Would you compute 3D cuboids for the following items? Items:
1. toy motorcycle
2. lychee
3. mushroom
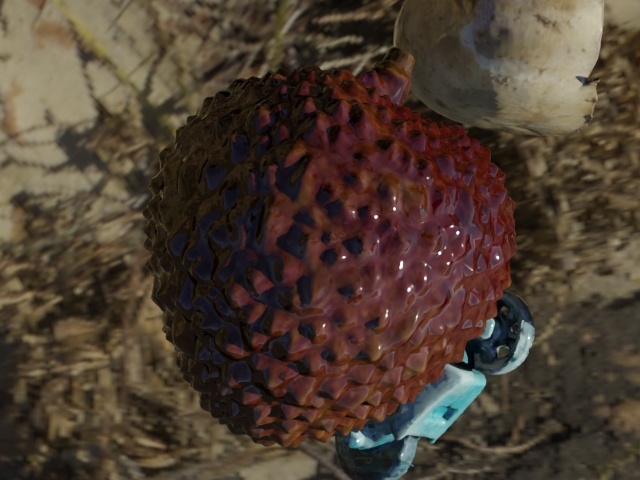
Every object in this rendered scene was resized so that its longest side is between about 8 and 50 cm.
[{"bbox_3d":[0.080,0.105,1.652,0.154,0.206,0.260,16,123,-48],"label":"toy motorcycle"},{"bbox_3d":[0.000,0.000,1.214,0.276,0.276,0.304,22,82,-14],"label":"lychee"},{"bbox_3d":[0.164,-0.203,1.587,0.189,0.253,0.195,3,83,-5],"label":"mushroom"}]
